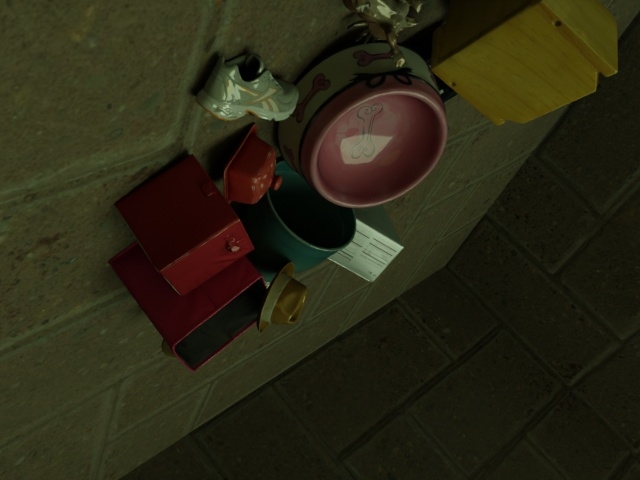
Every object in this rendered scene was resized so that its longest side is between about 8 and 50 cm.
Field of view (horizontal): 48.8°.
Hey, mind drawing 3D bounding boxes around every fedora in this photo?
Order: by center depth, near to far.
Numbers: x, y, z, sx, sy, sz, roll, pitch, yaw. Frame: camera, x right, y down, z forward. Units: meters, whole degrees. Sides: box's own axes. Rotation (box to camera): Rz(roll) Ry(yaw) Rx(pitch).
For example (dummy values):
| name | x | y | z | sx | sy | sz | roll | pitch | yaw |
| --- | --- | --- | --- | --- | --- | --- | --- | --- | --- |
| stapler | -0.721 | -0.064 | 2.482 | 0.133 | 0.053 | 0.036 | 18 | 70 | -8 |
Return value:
| name | x | y | z | sx | sy | sz | roll | pitch | yaw |
| --- | --- | --- | --- | --- | --- | --- | --- | --- | --- |
| fedora | -0.083 | 0.148 | 1.693 | 0.194 | 0.079 | 0.194 | 23 | 90 | -79 |

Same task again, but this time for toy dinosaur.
| name | x | y | z | sx | sy | sz | roll | pitch | yaw |
| --- | --- | --- | --- | --- | --- | --- | --- | --- | --- |
| toy dinosaur | 0.099 | -0.475 | 1.404 | 0.127 | 0.200 | 0.295 | -48 | 132 | 5 |

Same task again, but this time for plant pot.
| name | x | y | z | sx | sy | sz | roll | pitch | yaw |
| --- | --- | --- | --- | --- | --- | --- | --- | --- | --- |
| plant pot | -0.091 | -0.027 | 1.828 | 0.271 | 0.272 | 0.255 | -21 | 164 | -49 |

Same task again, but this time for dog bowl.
| name | x | y | z | sx | sy | sz | roll | pitch | yaw |
| --- | --- | --- | --- | --- | --- | --- | --- | --- | --- |
| dog bowl | 0.112 | -0.246 | 1.638 | 0.407 | 0.150 | 0.408 | -14 | 138 | -13 |

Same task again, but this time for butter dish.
| name | x | y | z | sx | sy | sz | roll | pitch | yaw |
| --- | --- | --- | --- | --- | --- | --- | --- | --- | --- |
| butter dish | -0.143 | -0.150 | 1.587 | 0.160 | 0.118 | 0.160 | 103 | 13 | -60 |

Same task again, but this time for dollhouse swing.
| name | x | y | z | sx | sy | sz | roll | pitch | yaw |
| --- | --- | --- | --- | --- | --- | --- | --- | --- | --- |
| dollhouse swing | 0.457 | -0.496 | 1.550 | 0.346 | 0.315 | 0.305 | -22 | -143 | 60 |

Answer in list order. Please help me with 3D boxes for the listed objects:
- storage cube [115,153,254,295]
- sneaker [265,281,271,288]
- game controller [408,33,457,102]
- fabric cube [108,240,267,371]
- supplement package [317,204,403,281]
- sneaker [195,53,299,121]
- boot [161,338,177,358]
| name | x | y | z | sx | sy | sz | roll | pitch | yaw |
| --- | --- | --- | --- | --- | --- | --- | --- | --- | --- |
| storage cube | -0.280 | -0.027 | 1.489 | 0.193 | 0.215 | 0.184 | -34 | 161 | -8 |
| sneaker | -0.184 | 0.104 | 2.108 | 0.321 | 0.126 | 0.127 | -46 | 156 | 6 |
| game controller | 0.258 | -0.414 | 1.792 | 0.319 | 0.167 | 0.067 | -32 | -163 | -16 |
| fabric cube | -0.300 | 0.112 | 1.678 | 0.259 | 0.258 | 0.254 | -38 | 162 | -14 |
| supplement package | 0.088 | -0.043 | 2.025 | 0.204 | 0.262 | 0.145 | 29 | 112 | -26 |
| sneaker | -0.118 | -0.306 | 1.384 | 0.262 | 0.099 | 0.121 | -19 | 146 | -53 |
| boot | -0.360 | 0.229 | 1.945 | 0.262 | 0.095 | 0.203 | -53 | -166 | -30 |
